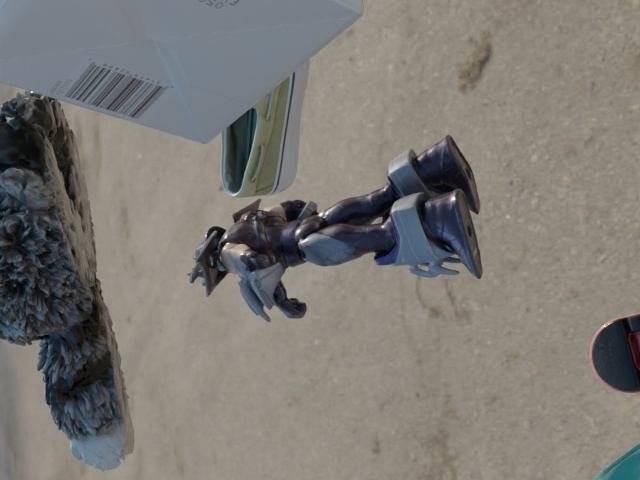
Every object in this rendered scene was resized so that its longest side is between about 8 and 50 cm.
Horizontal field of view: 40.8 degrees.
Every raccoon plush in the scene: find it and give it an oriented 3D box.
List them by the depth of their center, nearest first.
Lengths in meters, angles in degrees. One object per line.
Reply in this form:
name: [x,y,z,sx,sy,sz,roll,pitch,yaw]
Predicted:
raccoon plush: [-0.369,0.045,0.809,0.216,0.299,0.447,-159,59,-83]

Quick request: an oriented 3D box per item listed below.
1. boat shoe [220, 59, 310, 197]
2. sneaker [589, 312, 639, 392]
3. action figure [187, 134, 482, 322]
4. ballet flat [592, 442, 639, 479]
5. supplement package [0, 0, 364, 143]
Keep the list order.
boat shoe: [-0.081,-0.196,1.139,0.109,0.094,0.303,17,117,37]
sneaker: [0.496,0.110,1.048,0.313,0.136,0.116,-15,78,30]
action figure: [0.000,0.000,0.786,0.185,0.284,0.099,-69,-40,-54]
ballet flat: [0.296,0.063,0.363,0.400,0.139,0.139,-41,46,13]
supplement package: [-0.102,-0.243,0.536,0.175,0.177,0.293,-29,55,46]
